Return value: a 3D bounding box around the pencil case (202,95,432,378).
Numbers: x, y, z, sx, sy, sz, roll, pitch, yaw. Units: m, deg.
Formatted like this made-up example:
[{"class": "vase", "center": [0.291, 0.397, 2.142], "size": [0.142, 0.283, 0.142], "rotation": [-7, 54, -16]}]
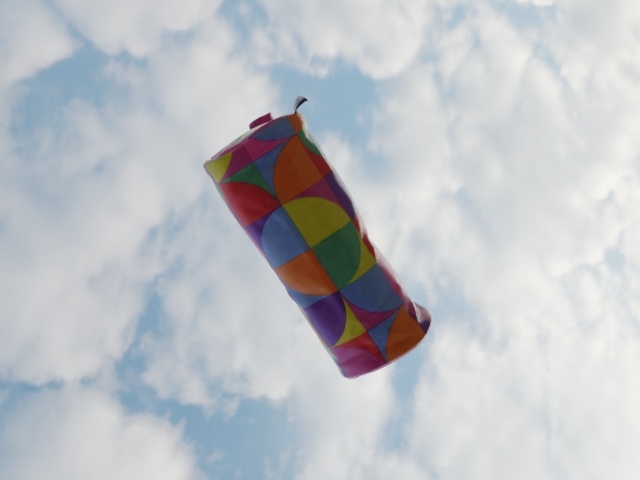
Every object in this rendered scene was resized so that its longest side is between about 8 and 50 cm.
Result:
[{"class": "pencil case", "center": [0.000, 0.000, 0.576], "size": [0.104, 0.104, 0.236], "rotation": [-36, -81, -35]}]
